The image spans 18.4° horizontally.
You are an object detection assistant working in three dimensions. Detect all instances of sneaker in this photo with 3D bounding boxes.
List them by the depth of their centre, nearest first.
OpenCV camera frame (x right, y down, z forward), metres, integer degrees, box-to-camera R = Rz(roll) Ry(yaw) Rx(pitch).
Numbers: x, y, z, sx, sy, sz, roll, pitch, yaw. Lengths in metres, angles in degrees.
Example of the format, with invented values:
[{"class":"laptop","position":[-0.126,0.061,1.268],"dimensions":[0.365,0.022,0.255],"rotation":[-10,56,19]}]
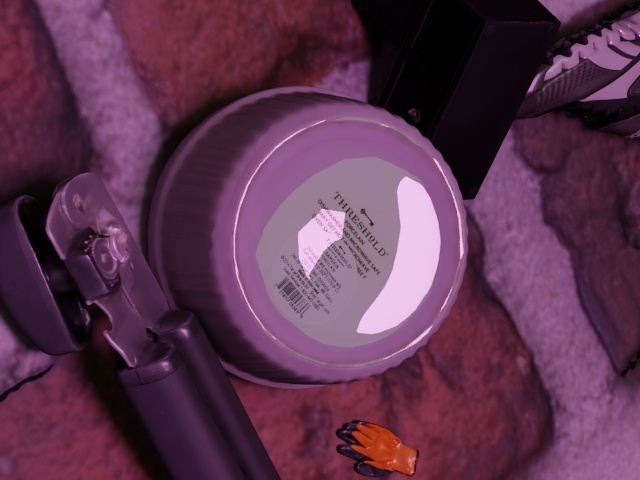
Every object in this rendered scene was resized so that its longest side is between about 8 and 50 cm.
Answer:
[{"class":"sneaker","position":[0.228,-0.121,1.555],"dimensions":[0.234,0.078,0.106],"rotation":[-27,97,-39]}]

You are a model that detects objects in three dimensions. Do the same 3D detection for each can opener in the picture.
[{"class":"can opener","position":[-0.119,0.086,1.275],"dimensions":[0.283,0.095,0.076],"rotation":[64,28,-22]}]

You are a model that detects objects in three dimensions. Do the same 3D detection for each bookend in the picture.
[{"class":"bookend","position":[0.074,-0.137,1.431],"dimensions":[0.072,0.156,0.157],"rotation":[-4,42,-38]}]

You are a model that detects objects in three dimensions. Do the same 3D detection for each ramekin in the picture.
[{"class":"ramekin","position":[0.000,0.000,1.308],"dimensions":[0.207,0.109,0.207],"rotation":[-1,93,-22]}]

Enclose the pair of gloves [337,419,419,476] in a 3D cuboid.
[{"class":"pair of gloves","position":[0.035,0.172,1.407],"dimensions":[0.074,0.010,0.083],"rotation":[29,68,-31]}]
